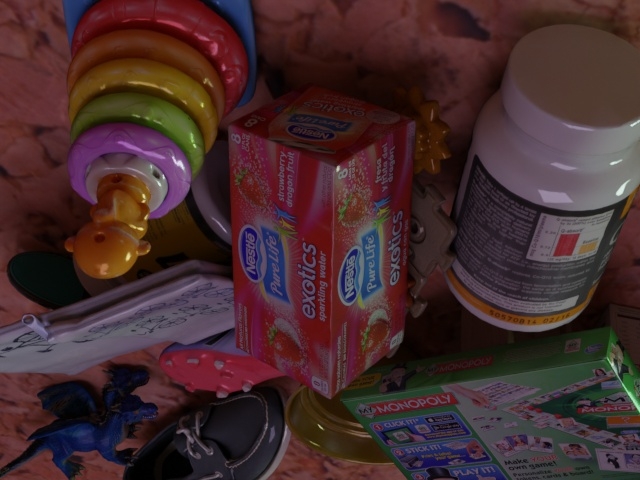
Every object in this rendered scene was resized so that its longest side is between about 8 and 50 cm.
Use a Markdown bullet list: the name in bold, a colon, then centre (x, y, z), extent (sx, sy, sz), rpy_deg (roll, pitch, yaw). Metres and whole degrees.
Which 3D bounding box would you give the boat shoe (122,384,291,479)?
- **boat shoe**: centre (-0.151, 0.273, 1.610), extent (0.099, 0.116, 0.319), rpy_deg (8, 150, -36)

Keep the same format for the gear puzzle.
- **gear puzzle**: centre (0.052, -0.016, 1.225), extent (0.044, 0.175, 0.339), rpy_deg (-24, 155, -34)

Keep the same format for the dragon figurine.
- **dragon figurine**: centre (-0.332, 0.244, 1.633), extent (0.289, 0.085, 0.144), rpy_deg (-12, 135, 15)

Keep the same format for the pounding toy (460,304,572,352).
- **pounding toy**: centre (0.221, 0.133, 1.391), extent (0.141, 0.130, 0.100), rpy_deg (32, 134, -28)

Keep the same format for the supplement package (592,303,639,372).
- **supplement package**: centre (0.396, 0.223, 1.464), extent (0.204, 0.145, 0.262), rpy_deg (10, 140, -4)

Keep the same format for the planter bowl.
- **planter bowl**: centre (0.067, 0.181, 1.501), extent (0.217, 0.090, 0.217), rpy_deg (3, 141, 2)

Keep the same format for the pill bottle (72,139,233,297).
- **pill bottle**: centre (-0.154, -0.010, 1.283), extent (0.208, 0.119, 0.119), rpy_deg (-27, 130, 34)

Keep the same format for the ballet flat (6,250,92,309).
- **ballet flat**: centre (-0.270, 0.061, 1.432), extent (0.188, 0.070, 0.070), rpy_deg (16, 139, -6)

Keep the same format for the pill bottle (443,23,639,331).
- **pill bottle**: centre (0.211, -0.053, 1.148), extent (0.162, 0.162, 0.278), rpy_deg (8, 141, -1)

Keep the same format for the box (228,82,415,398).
- **box**: centre (0.000, 0.000, 1.161), extent (0.128, 0.122, 0.257), rpy_deg (25, 129, 32)

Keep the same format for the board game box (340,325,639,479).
- **board game box**: centre (0.209, 0.202, 1.347), extent (0.317, 0.046, 0.213), rpy_deg (-13, 128, 33)

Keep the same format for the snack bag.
- **snack bag**: centre (-0.209, 0.096, 1.317), extent (0.342, 0.037, 0.323), rpy_deg (-18, 169, 16)

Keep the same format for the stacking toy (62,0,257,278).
- **stacking toy**: centre (-0.155, -0.084, 1.053), extent (0.175, 0.302, 0.166), rpy_deg (3, 140, 3)

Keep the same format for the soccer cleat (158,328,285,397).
- **soccer cleat**: centre (-0.080, 0.123, 1.464), extent (0.248, 0.095, 0.083), rpy_deg (-11, 131, 31)
